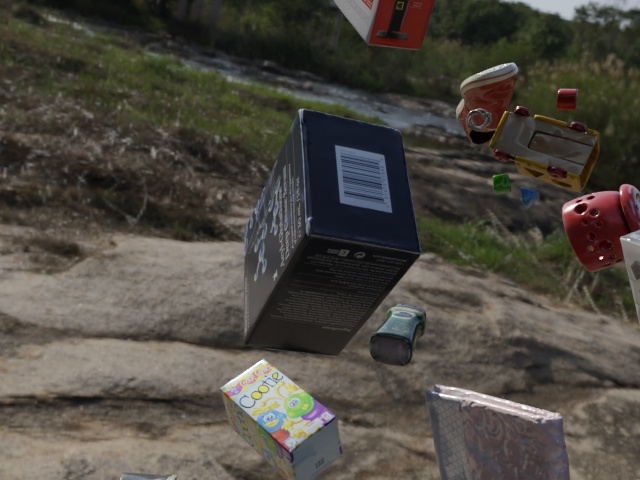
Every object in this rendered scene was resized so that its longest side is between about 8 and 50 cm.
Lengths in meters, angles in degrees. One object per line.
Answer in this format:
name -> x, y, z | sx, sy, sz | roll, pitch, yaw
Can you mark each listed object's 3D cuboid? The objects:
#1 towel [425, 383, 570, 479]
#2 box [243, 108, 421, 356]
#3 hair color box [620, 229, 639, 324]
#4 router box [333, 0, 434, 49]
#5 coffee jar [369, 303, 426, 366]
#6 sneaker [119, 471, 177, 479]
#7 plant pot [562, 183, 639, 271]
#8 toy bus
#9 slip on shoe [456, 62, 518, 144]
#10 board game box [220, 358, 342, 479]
towel -> 0.349, 0.465, 1.384 | 0.053, 0.331, 0.317 | -17, 13, -36
box -> 0.000, 0.000, 1.365 | 0.212, 0.395, 0.293 | 9, 52, -18
hair color box -> 0.283, 0.074, 0.514 | 0.053, 0.167, 0.093 | -21, 15, -5
router box -> 0.087, -0.474, 0.987 | 0.082, 0.301, 0.335 | 1, 37, -19
coffee jar -> 0.178, 0.207, 1.580 | 0.096, 0.079, 0.184 | 8, 21, 19
sneaker -> -0.376, 0.537, 1.527 | 0.118, 0.222, 0.083 | 12, 62, -7
plant pot -> 0.722, -0.034, 1.754 | 0.174, 0.191, 0.191 | -22, -6, 36
toy bus -> 0.382, -0.156, 1.233 | 0.191, 0.202, 0.104 | -23, -25, 15
slip on shoe -> 0.359, -0.288, 1.501 | 0.123, 0.101, 0.331 | -19, -10, 0
board game box -> -0.097, 0.434, 1.693 | 0.144, 0.142, 0.275 | -31, 41, -30
